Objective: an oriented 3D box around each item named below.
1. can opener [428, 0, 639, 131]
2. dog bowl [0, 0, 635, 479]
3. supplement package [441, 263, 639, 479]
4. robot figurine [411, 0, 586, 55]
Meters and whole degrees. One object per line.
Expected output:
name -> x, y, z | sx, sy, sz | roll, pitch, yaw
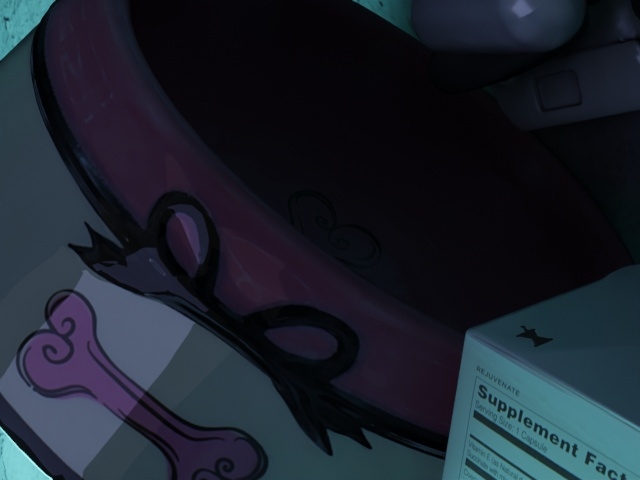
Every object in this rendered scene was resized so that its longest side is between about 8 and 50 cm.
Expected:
can opener -> 0.175, -0.105, 0.707 | 0.283, 0.095, 0.076 | -7, 99, 51
dog bowl -> 0.000, 0.000, 0.743 | 0.408, 0.408, 0.150 | 49, 119, 25
supplement package -> 0.178, 0.165, 0.589 | 0.198, 0.199, 0.262 | 31, 125, 41
robot figurine -> 0.061, -0.233, 0.661 | 0.353, 0.200, 0.300 | -177, 71, -73
